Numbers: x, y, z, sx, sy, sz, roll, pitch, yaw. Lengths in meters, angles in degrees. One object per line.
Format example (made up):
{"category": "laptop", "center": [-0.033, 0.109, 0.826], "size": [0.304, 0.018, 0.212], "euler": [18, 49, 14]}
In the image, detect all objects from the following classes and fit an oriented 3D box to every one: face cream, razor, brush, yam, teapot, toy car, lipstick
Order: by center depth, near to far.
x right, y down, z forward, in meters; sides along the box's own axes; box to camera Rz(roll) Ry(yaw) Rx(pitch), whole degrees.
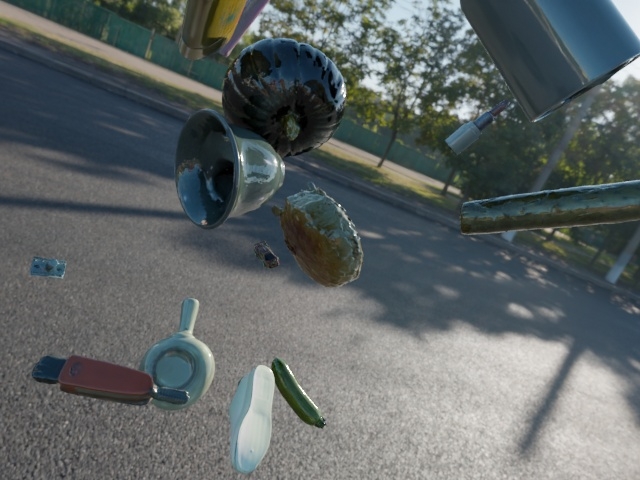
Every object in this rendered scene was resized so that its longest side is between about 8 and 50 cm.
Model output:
{"category": "face cream", "center": [-0.155, -0.376, 0.682], "size": [0.067, 0.139, 0.285], "euler": [43, -18, -15]}
{"category": "lipstick", "center": [0.243, -0.178, 0.683], "size": [0.025, 0.107, 0.025], "euler": [40, 22, -26]}
{"category": "yam", "center": [0.456, -0.060, 0.838], "size": [0.372, 0.083, 0.083], "euler": [-7, 8, 15]}
{"category": "brush", "center": [-0.445, 0.306, 0.963], "size": [0.324, 0.051, 0.070], "euler": [17, 40, -14]}
{"category": "teapot", "center": [-0.392, 0.333, 1.302], "size": [0.220, 0.318, 0.149], "euler": [27, -27, 5]}
{"category": "razor", "center": [-0.923, 0.084, 1.522], "size": [0.106, 0.068, 0.232], "euler": [13, -15, -34]}
{"category": "toy car", "center": [-0.189, 0.052, 1.549], "size": [0.059, 0.035, 0.122], "euler": [-20, 43, -25]}

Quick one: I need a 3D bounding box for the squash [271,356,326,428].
{"category": "squash", "center": [-0.078, 0.482, 1.386], "size": [0.258, 0.069, 0.069], "euler": [53, 22, 11]}

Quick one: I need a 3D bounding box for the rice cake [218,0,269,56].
{"category": "rice cake", "center": [-0.214, -0.639, 1.273], "size": [0.055, 0.270, 0.049], "euler": [33, 25, -34]}

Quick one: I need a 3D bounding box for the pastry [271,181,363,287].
{"category": "pastry", "center": [0.000, 0.000, 1.316], "size": [0.136, 0.329, 0.330], "euler": [-30, 43, -22]}

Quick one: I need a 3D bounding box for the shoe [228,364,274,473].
{"category": "shoe", "center": [-0.186, 0.453, 1.123], "size": [0.095, 0.110, 0.264], "euler": [37, 40, -25]}

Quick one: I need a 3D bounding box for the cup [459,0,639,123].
{"category": "cup", "center": [0.406, -0.400, 0.815], "size": [0.312, 0.206, 0.205], "euler": [59, 20, 3]}

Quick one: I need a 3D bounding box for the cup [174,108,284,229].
{"category": "cup", "center": [-0.145, -0.122, 0.787], "size": [0.150, 0.199, 0.199], "euler": [-7, 33, -45]}

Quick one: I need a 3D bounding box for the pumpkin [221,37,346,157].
{"category": "pumpkin", "center": [-0.071, -0.274, 0.893], "size": [0.250, 0.250, 0.216], "euler": [14, 41, -33]}
